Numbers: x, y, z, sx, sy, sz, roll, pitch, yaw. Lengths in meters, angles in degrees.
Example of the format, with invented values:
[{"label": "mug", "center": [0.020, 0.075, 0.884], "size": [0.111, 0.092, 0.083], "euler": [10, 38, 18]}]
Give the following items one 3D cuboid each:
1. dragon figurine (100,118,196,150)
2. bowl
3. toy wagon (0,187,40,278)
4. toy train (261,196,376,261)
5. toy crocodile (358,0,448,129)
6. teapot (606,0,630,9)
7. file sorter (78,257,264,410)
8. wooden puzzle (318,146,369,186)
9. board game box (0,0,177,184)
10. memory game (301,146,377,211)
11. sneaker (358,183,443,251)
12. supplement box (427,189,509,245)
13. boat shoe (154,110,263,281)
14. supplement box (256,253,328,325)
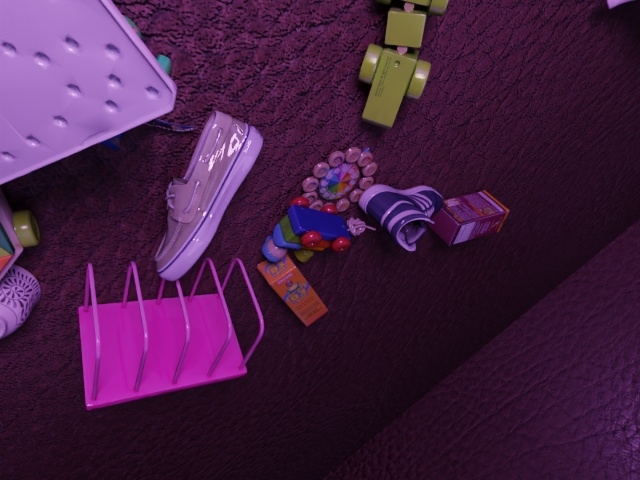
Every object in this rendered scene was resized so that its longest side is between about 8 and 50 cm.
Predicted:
[{"label": "dragon figurine", "center": [-0.266, -0.178, 0.523], "size": [0.085, 0.144, 0.289], "euler": [-36, 148, 6]}, {"label": "bowl", "center": [-0.554, 0.117, 0.668], "size": [0.170, 0.080, 0.170], "euler": [-20, 138, -19]}, {"label": "toy wagon", "center": [-0.538, -0.061, 0.501], "size": [0.267, 0.068, 0.344], "euler": [-16, 133, -23]}, {"label": "toy train", "center": [0.000, 0.000, 0.918], "size": [0.248, 0.105, 0.143], "euler": [10, 141, -45]}, {"label": "toy crocodile", "center": [0.141, -0.349, 0.688], "size": [0.115, 0.105, 0.341], "euler": [16, 131, 6]}, {"label": "teapot", "center": [0.751, -0.571, 0.837], "size": [0.256, 0.187, 0.253], "euler": [13, 94, -23]}, {"label": "file sorter", "center": [-0.280, 0.151, 0.777], "size": [0.290, 0.202, 0.182], "euler": [-1, 138, -34]}, {"label": "wooden puzzle", "center": [0.047, -0.157, 0.873], "size": [0.116, 0.014, 0.079], "euler": [-20, 142, -18]}, {"label": "board game box", "center": [-0.374, -0.196, 0.291], "size": [0.389, 0.050, 0.390], "euler": [-16, 140, 16]}, {"label": "memory game", "center": [0.043, -0.121, 0.887], "size": [0.186, 0.012, 0.186], "euler": [-22, 145, -16]}, {"label": "sneaker", "center": [0.231, -0.056, 0.981], "size": [0.282, 0.153, 0.099], "euler": [-2, 130, -40]}, {"label": "supplement box", "center": [0.407, -0.064, 1.142], "size": [0.188, 0.104, 0.081], "euler": [-14, 136, -23]}, {"label": "boat shoe", "center": [-0.211, -0.075, 0.700], "size": [0.094, 0.109, 0.302], "euler": [29, 93, -30]}, {"label": "supplement box", "center": [-0.063, 0.121, 1.016], "size": [0.078, 0.080, 0.233], "euler": [-36, 138, -3]}]
